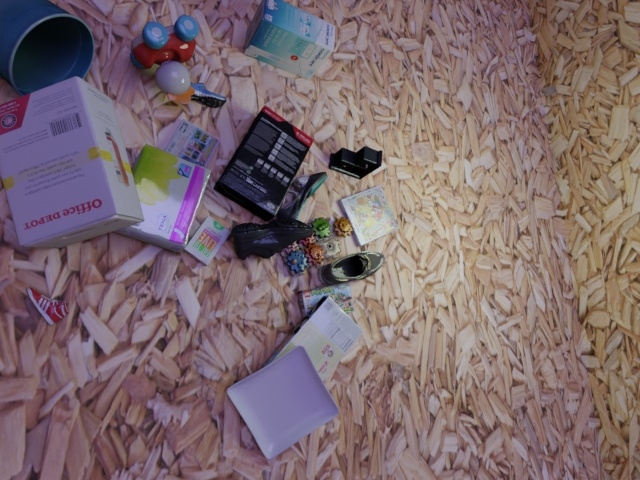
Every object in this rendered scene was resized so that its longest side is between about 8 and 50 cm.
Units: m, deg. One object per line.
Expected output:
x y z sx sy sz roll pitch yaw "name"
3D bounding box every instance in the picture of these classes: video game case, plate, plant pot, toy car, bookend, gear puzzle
-0.445 -0.324 1.456 0.143 0.019 0.157 29 64 -20 "video game case"
-0.117 0.515 1.357 0.278 0.045 0.277 -30 98 -10 "plate"
-0.842 -0.579 1.175 0.255 0.271 0.271 37 62 0 "plant pot"
0.206 -0.106 1.753 0.227 0.026 0.206 -23 89 -31 "video game case"
-0.484 -0.575 1.400 0.210 0.219 0.237 -33 108 -32 "toy car"
0.142 -0.327 1.698 0.156 0.157 0.072 15 70 -26 "bookend"
0.000 0.000 1.591 0.339 0.044 0.175 -25 85 -30 "gear puzzle"

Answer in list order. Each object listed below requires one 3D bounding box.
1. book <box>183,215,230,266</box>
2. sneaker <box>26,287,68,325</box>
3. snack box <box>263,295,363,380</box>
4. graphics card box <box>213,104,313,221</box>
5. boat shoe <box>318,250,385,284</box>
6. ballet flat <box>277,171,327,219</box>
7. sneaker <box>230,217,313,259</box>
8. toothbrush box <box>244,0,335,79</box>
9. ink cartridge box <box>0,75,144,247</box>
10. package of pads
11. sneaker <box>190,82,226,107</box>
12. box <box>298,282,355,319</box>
-0.379 0.002 1.404 0.096 0.035 0.144 39 61 -19 "book"
-0.744 0.167 1.151 0.067 0.042 0.118 -35 103 -27 "sneaker"
-0.020 0.372 1.456 0.187 0.060 0.322 47 71 -10 "snack box"
-0.199 -0.282 1.537 0.233 0.094 0.370 32 63 -19 "graphics card box"
0.139 0.102 1.623 0.305 0.091 0.109 -14 83 -31 "boat shoe"
-0.074 -0.179 1.582 0.096 0.095 0.280 35 63 -3 "ballet flat"
-0.165 -0.003 1.467 0.287 0.109 0.130 -6 114 -14 "sneaker"
-0.121 -0.782 1.638 0.296 0.216 0.126 11 73 -27 "toothbrush box"
-0.686 -0.196 1.142 0.279 0.160 0.384 -17 85 4 "ink cartridge box"
-0.503 -0.132 1.326 0.229 0.101 0.296 21 68 -23 "package of pads"
-0.415 -0.532 1.501 0.162 0.063 0.073 13 68 -26 "sneaker"
0.023 0.227 1.560 0.207 0.036 0.114 -7 80 -30 "box"
